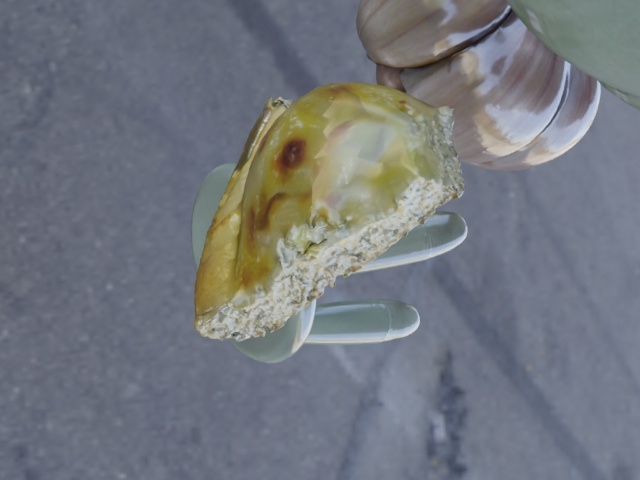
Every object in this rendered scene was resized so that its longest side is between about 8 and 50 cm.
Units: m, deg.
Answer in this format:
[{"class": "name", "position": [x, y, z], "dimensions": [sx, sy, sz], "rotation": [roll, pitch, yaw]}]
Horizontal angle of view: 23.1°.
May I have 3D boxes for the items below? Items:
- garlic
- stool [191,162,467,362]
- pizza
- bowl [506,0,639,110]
[{"class": "garlic", "position": [0.131, -0.143, 1.289], "dimensions": [0.214, 0.191, 0.160], "rotation": [6, 51, -54]}, {"class": "stool", "position": [0.000, 0.000, 1.541], "dimensions": [0.198, 0.195, 0.195], "rotation": [-18, 57, -33]}, {"class": "pizza", "position": [-0.009, -0.055, 0.995], "dimensions": [0.080, 0.188, 0.204], "rotation": [42, 30, -30]}, {"class": "bowl", "position": [0.182, -0.216, 0.793], "dimensions": [0.163, 0.307, 0.307], "rotation": [7, 74, -29]}]
